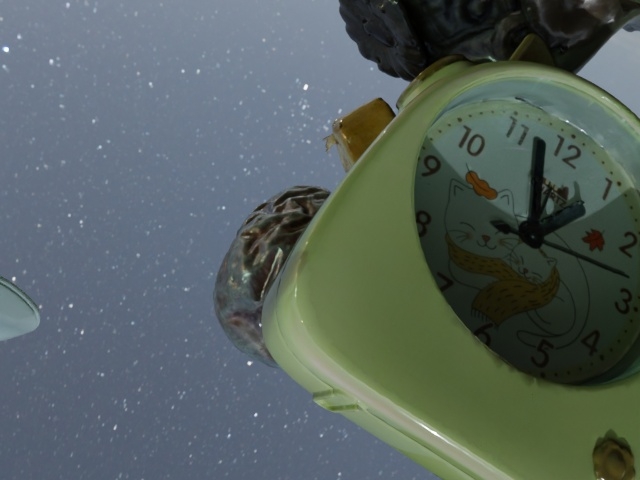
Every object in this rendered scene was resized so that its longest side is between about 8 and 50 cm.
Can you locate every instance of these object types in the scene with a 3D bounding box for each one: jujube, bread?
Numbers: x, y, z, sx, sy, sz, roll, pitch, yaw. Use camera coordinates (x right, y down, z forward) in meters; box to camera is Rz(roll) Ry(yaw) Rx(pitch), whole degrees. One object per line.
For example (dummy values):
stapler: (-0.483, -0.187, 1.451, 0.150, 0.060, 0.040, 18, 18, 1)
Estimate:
jujube: (-0.030, 0.039, 0.852, 0.226, 0.226, 0.317, 28, -153, -2)
bread: (0.058, -0.072, 0.610, 0.122, 0.073, 0.149, 64, -179, 26)

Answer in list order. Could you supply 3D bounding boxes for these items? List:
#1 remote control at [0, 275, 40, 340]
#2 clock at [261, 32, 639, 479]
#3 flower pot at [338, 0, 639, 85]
remote control: (-0.313, -0.006, 0.344, 0.293, 0.103, 0.051, 48, -135, -44)
clock: (0.149, 0.005, 0.444, 0.286, 0.117, 0.348, 34, -113, -4)
flower pot: (0.173, -0.265, 0.607, 0.213, 0.301, 0.302, 64, -149, -15)
